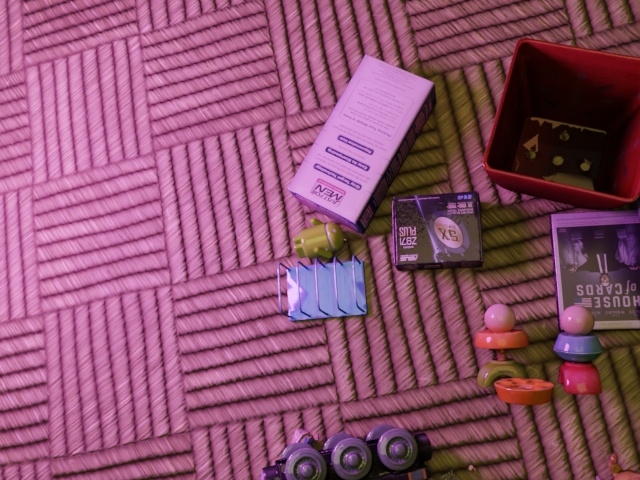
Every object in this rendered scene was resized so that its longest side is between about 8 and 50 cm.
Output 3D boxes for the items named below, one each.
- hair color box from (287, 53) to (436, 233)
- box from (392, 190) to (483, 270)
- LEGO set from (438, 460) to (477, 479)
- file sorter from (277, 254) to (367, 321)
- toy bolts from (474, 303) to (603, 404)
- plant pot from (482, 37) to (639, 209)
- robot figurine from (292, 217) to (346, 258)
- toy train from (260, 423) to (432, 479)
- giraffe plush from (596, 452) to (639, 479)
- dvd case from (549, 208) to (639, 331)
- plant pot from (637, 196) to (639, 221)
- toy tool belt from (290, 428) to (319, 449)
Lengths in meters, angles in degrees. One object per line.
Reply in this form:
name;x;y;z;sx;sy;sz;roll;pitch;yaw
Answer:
hair color box;0.095;-0.209;1.432;0.174;0.105;0.347;28;84;18
box;0.242;-0.017;1.368;0.180;0.077;0.147;-3;77;12
LEGO set;0.262;0.458;1.276;0.054;0.023;0.083;43;89;18
file sorter;0.003;0.099;1.379;0.171;0.104;0.118;-6;76;11
toy bolts;0.410;0.200;1.215;0.229;0.218;0.158;-2;90;5
plant pot;0.474;-0.194;1.277;0.268;0.236;0.267;15;80;15
robot figurine;0.000;0.000;1.423;0.115;0.067;0.101;-17;44;9
toy train;0.059;0.462;1.235;0.334;0.142;0.190;-8;81;-12
giraffe plush;0.611;0.456;1.138;0.171;0.210;0.181;-9;110;-5
dvd case;0.557;0.059;1.305;0.180;0.029;0.238;-3;75;12
plant pot;0.712;-0.066;1.186;0.293;0.196;0.292;-1;86;12
toy tool belt;-0.036;0.428;1.336;0.051;0.052;0.083;13;80;24
